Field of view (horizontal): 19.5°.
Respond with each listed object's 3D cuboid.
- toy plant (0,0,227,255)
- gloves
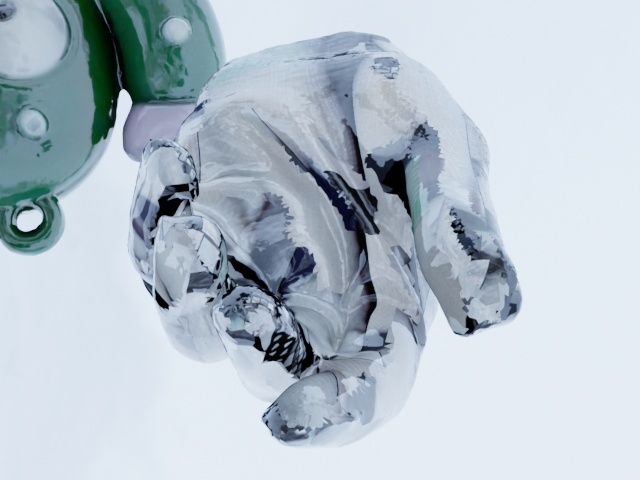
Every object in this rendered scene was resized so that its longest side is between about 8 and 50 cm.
[{"bbox_3d":[-0.181,-0.102,1.027,0.232,0.243,0.112,-35,164,-8],"label":"toy plant"},{"bbox_3d":[-0.004,0.006,0.644,0.127,0.212,0.111,11,132,-5],"label":"gloves"}]
